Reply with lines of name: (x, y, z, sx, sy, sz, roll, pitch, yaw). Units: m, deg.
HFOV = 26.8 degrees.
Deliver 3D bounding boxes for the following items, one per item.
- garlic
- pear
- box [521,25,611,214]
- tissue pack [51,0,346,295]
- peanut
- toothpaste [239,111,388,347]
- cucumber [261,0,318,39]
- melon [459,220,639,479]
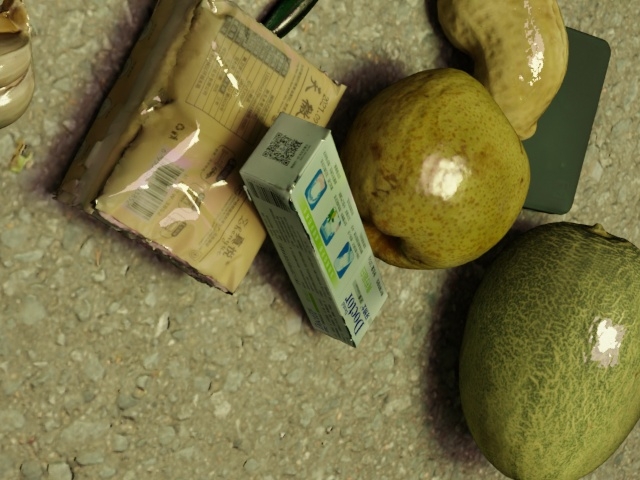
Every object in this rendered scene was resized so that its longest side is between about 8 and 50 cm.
garlic: (-0.338, -0.151, 1.175, 0.194, 0.131, 0.127, -10, 78, -34)
pear: (0.119, -0.066, 1.483, 0.211, 0.188, 0.228, -45, 125, -16)
box: (0.273, -0.152, 1.657, 0.160, 0.050, 0.230, 10, 96, -37)
tissue pack: (-0.115, -0.101, 1.352, 0.215, 0.123, 0.256, 33, 84, -37)
peanut: (0.211, -0.240, 1.534, 0.122, 0.137, 0.253, -21, 95, -59)
toothpaste: (0.000, 0.000, 1.399, 0.081, 0.067, 0.336, -56, 154, -20)
cucumber: (-0.010, -0.273, 1.439, 0.184, 0.033, 0.036, -53, 140, -11)
melon: (0.290, 0.137, 1.626, 0.249, 0.249, 0.329, 5, 101, -36)
